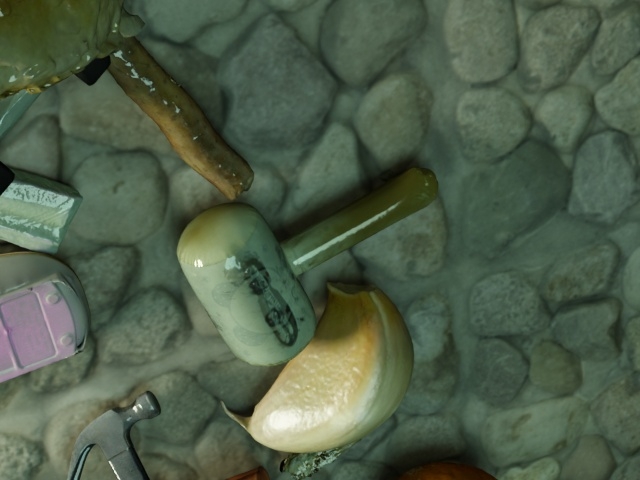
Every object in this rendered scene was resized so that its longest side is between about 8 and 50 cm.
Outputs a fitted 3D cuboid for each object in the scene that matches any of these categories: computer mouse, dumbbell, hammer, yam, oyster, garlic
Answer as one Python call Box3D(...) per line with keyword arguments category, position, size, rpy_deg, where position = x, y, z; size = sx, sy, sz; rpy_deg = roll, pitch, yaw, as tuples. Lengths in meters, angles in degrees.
Box3D(category="computer mouse", position=(-0.404, 0.110, 1.835), size=(0.310, 0.072, 0.158), rpy_deg=(-21, 130, -12))
Box3D(category="dumbbell", position=(-0.306, -0.140, 1.695), size=(0.191, 0.100, 0.100), rpy_deg=(-51, 123, -4))
Box3D(category="hammer", position=(-0.193, 0.333, 1.958), size=(0.137, 0.037, 0.289), rpy_deg=(-29, 81, 9))
Box3D(category="hammer", position=(0.000, 0.000, 1.914), size=(0.305, 0.113, 0.202), rpy_deg=(-32, 127, -7))
Box3D(category="yam", position=(-0.153, -0.134, 1.808), size=(0.057, 0.057, 0.241), rpy_deg=(-39, 122, 4))
Box3D(category="oyster", position=(0.008, 0.252, 2.098), size=(0.132, 0.029, 0.086), rpy_deg=(-22, 147, -23))
Box3D(category="garlic", position=(0.013, 0.166, 2.009), size=(0.164, 0.145, 0.245), rpy_deg=(41, 103, -2))

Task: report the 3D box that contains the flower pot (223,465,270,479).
Box3D(category="flower pot", position=(-0.126, 0.385, 2.049), size=(0.173, 0.190, 0.190), rpy_deg=(-16, 124, 5))

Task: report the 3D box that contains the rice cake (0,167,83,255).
Box3D(category="rice cake", position=(-0.367, -0.048, 1.782), size=(0.222, 0.042, 0.080), rpy_deg=(18, 115, -29))

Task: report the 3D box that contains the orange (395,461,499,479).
Box3D(category="orange", position=(0.158, 0.370, 2.146), size=(0.193, 0.161, 0.193), rpy_deg=(-5, 107, -15))

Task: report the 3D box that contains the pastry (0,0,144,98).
Box3D(category="pastry", position=(-0.330, -0.232, 1.537), size=(0.330, 0.329, 0.136), rpy_deg=(-8, 121, -16))
